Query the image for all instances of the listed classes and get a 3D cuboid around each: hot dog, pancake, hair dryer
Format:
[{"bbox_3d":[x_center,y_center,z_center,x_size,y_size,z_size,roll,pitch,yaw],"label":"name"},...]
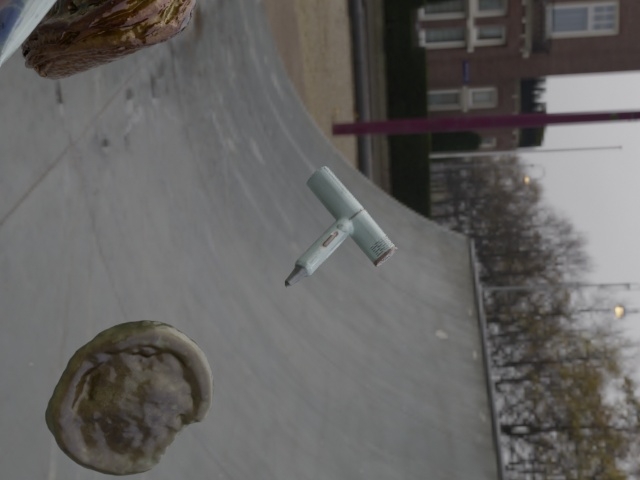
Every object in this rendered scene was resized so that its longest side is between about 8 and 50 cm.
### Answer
[{"bbox_3d":[-0.298,-0.304,1.181,0.122,0.272,0.196,46,53,-40],"label":"hot dog"},{"bbox_3d":[-0.263,0.224,1.234,0.222,0.236,0.042,65,-6,-24],"label":"pancake"},{"bbox_3d":[-0.006,-0.005,1.171,0.155,0.183,0.044,50,-38,13],"label":"hair dryer"}]

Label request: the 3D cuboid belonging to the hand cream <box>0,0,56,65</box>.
[{"bbox_3d":[-0.273,-0.287,0.878,0.340,0.124,0.077,-62,140,-26],"label":"hand cream"}]
